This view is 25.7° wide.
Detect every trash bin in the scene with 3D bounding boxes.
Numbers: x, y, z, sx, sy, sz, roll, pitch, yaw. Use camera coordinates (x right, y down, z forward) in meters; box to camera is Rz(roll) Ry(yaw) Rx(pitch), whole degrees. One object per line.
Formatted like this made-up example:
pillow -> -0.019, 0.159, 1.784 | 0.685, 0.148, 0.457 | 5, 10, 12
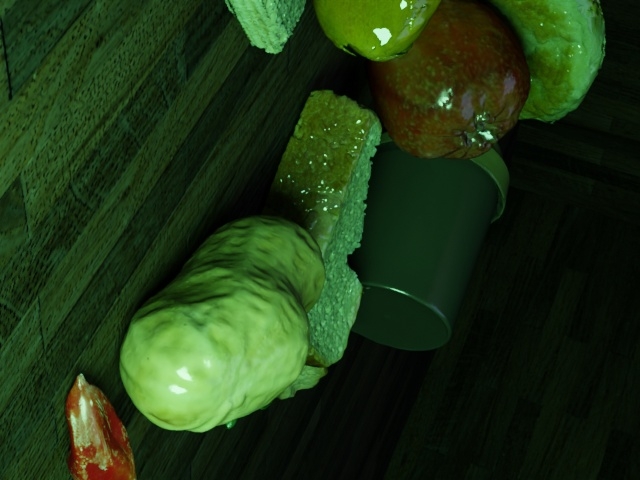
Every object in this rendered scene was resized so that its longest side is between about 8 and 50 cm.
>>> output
trash bin -> 0.135, -0.035, 1.909 | 0.214, 0.214, 0.334 | 86, 23, -61

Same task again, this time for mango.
mango -> 0.075, -0.301, 1.397 | 0.156, 0.151, 0.249 | 11, -95, 68

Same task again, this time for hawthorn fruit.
hawthorn fruit -> 0.150, -0.224, 1.788 | 0.205, 0.253, 0.205 | -20, 146, -14

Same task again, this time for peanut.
peanut -> -0.074, 0.073, 1.278 | 0.319, 0.147, 0.147 | -51, 156, -62

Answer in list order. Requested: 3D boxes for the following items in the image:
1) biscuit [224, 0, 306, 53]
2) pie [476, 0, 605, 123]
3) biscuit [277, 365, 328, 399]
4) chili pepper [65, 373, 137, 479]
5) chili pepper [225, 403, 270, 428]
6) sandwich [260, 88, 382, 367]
biscuit -> -0.016, -0.296, 1.239 | 0.147, 0.046, 0.250 | 64, 45, -73
pie -> 0.238, -0.291, 1.864 | 0.078, 0.296, 0.371 | -48, 153, -32
biscuit -> -0.016, 0.138, 1.865 | 0.183, 0.061, 0.118 | 87, 23, -59
chili pepper -> -0.185, 0.182, 1.168 | 0.059, 0.050, 0.191 | -57, 149, -44
chili pepper -> -0.083, 0.168, 1.624 | 0.073, 0.050, 0.182 | -66, 167, 5
sandwich -> -0.005, -0.001, 1.607 | 0.254, 0.099, 0.288 | 45, 63, -70
